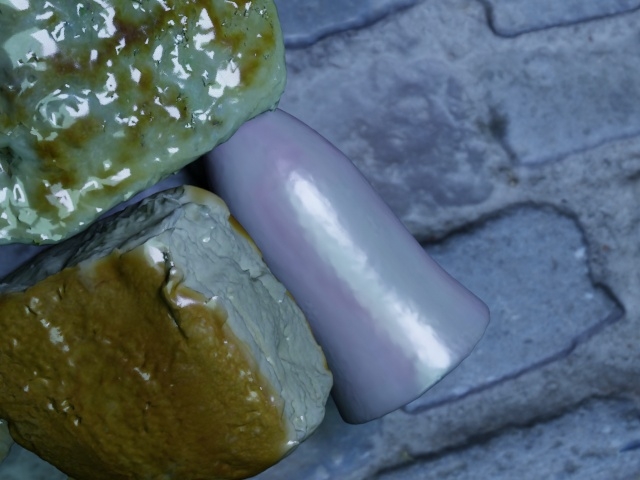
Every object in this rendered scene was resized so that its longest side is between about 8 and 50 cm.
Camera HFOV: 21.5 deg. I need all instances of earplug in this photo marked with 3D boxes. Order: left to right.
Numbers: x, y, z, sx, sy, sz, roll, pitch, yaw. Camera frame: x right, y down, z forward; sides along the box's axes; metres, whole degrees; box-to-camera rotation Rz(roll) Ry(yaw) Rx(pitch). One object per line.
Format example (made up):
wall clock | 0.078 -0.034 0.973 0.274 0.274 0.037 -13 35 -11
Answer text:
earplug | 0.000 0.000 1.542 0.172 0.172 0.301 -40 102 -11

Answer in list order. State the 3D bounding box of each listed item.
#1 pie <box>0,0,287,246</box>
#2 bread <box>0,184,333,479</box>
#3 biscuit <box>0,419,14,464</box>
pie | -0.240 -0.196 1.377 0.395 0.180 0.418 -44 106 -16
bread | -0.145 0.103 1.439 0.250 0.225 0.279 -25 110 16
biscuit | -0.333 0.228 1.492 0.061 0.055 0.219 35 86 -30
